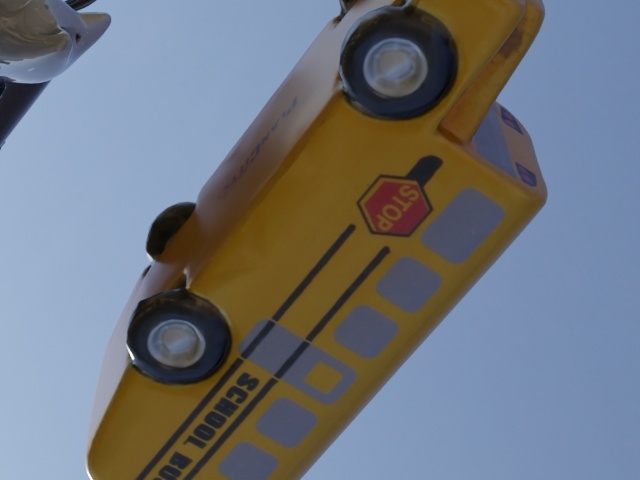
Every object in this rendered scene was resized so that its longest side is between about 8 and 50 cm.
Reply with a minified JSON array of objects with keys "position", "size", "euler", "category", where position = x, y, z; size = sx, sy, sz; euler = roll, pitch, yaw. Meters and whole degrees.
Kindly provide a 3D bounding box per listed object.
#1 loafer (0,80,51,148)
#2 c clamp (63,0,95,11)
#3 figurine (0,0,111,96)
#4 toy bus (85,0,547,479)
[{"position":[-0.272,-0.151,1.132],"size":[0.130,0.134,0.366],"euler":[-6,-121,21],"category":"loafer"},{"position":[-0.278,-0.265,1.346],"size":[0.022,0.160,0.137],"euler":[-36,-160,53],"category":"c clamp"},{"position":[-0.249,-0.087,0.867],"size":[0.209,0.092,0.215],"euler":[-12,-161,27],"category":"figurine"},{"position":[0.000,0.000,0.731],"size":[0.333,0.130,0.108],"euler":[-51,-162,23],"category":"toy bus"}]
